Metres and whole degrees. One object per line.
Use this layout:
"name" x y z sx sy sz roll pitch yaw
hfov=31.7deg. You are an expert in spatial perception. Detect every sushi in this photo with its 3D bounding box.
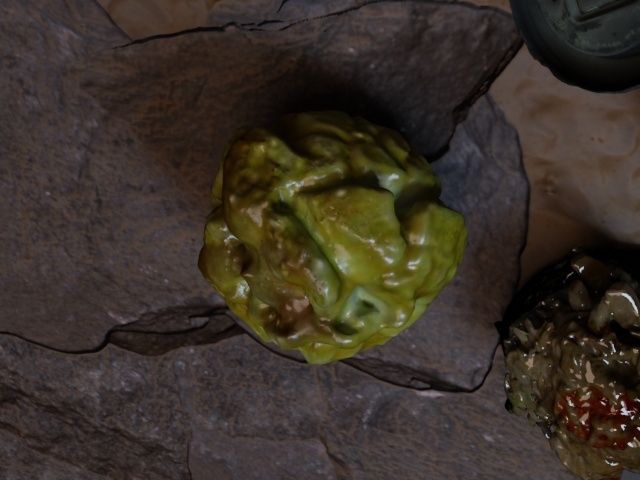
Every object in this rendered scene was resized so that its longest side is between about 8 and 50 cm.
"sushi" 0.294 0.139 1.214 0.238 0.219 0.225 43 124 -12

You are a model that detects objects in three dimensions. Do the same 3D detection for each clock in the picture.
"clock" 0.257 -0.244 0.993 0.226 0.049 0.226 30 128 46

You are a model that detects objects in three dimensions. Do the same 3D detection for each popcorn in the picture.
"popcorn" 0.004 0.003 1.205 0.282 0.247 0.282 35 136 43

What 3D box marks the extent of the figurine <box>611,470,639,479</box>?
"figurine" 0.422 0.335 1.363 0.183 0.160 0.226 17 137 10
